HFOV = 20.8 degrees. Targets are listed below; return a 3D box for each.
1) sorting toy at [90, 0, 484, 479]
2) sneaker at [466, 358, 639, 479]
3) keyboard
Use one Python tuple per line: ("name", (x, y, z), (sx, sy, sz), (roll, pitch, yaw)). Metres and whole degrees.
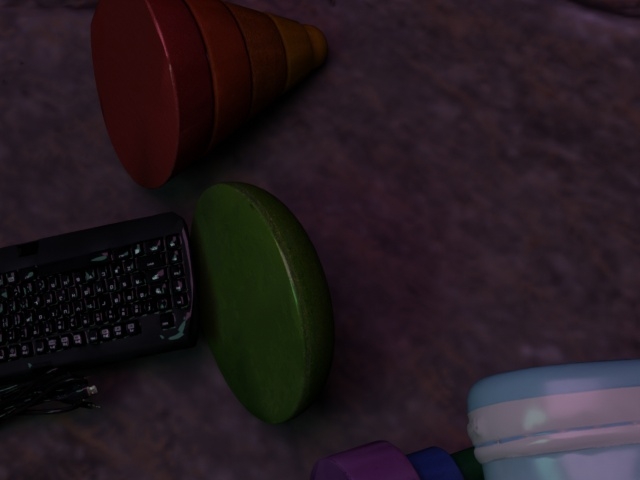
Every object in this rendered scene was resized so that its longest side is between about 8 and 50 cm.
("sorting toy", (0.000, 0.000, 0.928), (0.126, 0.127, 0.365), (-15, 63, -27))
("sneaker", (0.228, 0.156, 0.784), (0.319, 0.127, 0.208), (-2, 80, 3))
("keyboard", (-0.154, 0.049, 0.933), (0.192, 0.038, 0.100), (-13, 84, 21))
